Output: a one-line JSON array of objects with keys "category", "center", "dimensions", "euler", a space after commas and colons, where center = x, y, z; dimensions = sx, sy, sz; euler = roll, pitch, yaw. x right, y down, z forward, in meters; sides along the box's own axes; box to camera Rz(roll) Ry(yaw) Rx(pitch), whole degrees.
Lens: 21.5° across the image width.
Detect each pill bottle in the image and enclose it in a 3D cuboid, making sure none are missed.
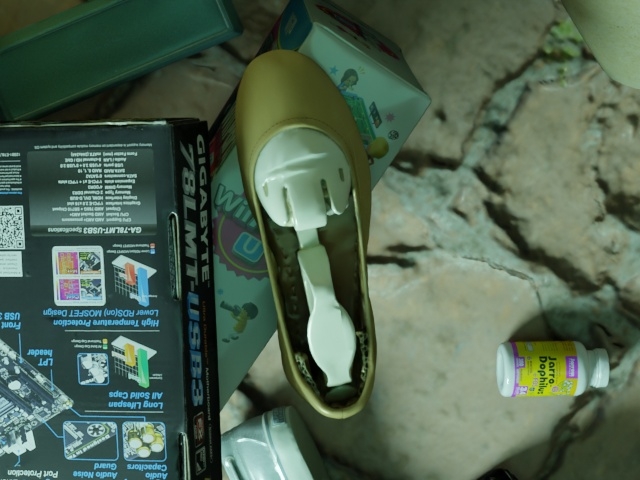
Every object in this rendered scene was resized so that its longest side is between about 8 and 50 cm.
[{"category": "pill bottle", "center": [0.181, 0.100, 1.318], "dimensions": [0.083, 0.043, 0.043], "euler": [-1, 106, -5]}]

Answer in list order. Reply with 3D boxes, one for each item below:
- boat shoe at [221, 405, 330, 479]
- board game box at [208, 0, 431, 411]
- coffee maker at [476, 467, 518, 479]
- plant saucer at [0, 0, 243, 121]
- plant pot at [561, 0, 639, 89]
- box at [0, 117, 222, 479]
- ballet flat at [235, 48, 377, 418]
[{"category": "boat shoe", "center": [-0.020, 0.241, 1.332], "dimensions": [0.081, 0.079, 0.227], "euler": [-18, 102, 10]}, {"category": "board game box", "center": [-0.053, -0.016, 1.172], "dimensions": [0.097, 0.224, 0.303], "euler": [32, 101, -11]}, {"category": "coffee maker", "center": [0.175, 0.271, 1.343], "dimensions": [0.171, 0.120, 0.178], "euler": [-44, 107, -16]}, {"category": "plant saucer", "center": [-0.156, -0.144, 1.233], "dimensions": [0.192, 0.018, 0.067], "euler": [-23, 107, 1]}, {"category": "plant pot", "center": [0.235, -0.248, 1.136], "dimensions": [0.256, 0.256, 0.274], "euler": [-15, 122, 0]}, {"category": "box", "center": [-0.212, 0.072, 1.056], "dimensions": [0.295, 0.073, 0.293], "euler": [-1, 97, 15]}, {"category": "ballet flat", "center": [0.000, 0.000, 1.026], "dimensions": [0.080, 0.073, 0.232], "euler": [-13, 107, -2]}]
